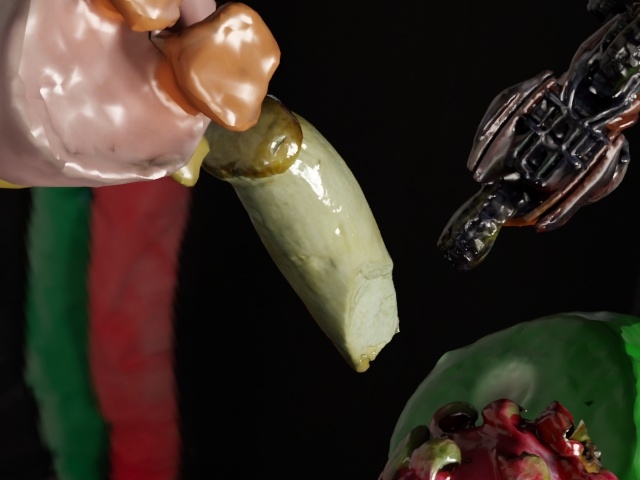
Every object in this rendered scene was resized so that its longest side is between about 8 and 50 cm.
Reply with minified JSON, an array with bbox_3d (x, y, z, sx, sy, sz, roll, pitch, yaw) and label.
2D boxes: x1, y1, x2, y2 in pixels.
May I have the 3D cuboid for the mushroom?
[{"bbox_3d":[0.002,0.001,1.467,0.107,0.087,0.333,21,-27,41],"label":"mushroom"}]

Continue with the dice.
[{"bbox_3d":[0.251,0.265,1.718,0.287,0.297,0.300,-20,-136,25],"label":"dice"}]

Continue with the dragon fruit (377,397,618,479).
[{"bbox_3d":[0.110,0.244,1.298,0.218,0.198,0.273,60,-32,31],"label":"dragon fruit"}]

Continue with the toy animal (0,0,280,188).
[{"bbox_3d":[-0.160,-0.103,1.041,0.195,0.169,0.281,55,-22,-23],"label":"toy animal"}]

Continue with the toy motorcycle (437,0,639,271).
[{"bbox_3d":[0.251,-0.139,1.484,0.134,0.207,0.401,41,-67,6],"label":"toy motorcycle"}]
